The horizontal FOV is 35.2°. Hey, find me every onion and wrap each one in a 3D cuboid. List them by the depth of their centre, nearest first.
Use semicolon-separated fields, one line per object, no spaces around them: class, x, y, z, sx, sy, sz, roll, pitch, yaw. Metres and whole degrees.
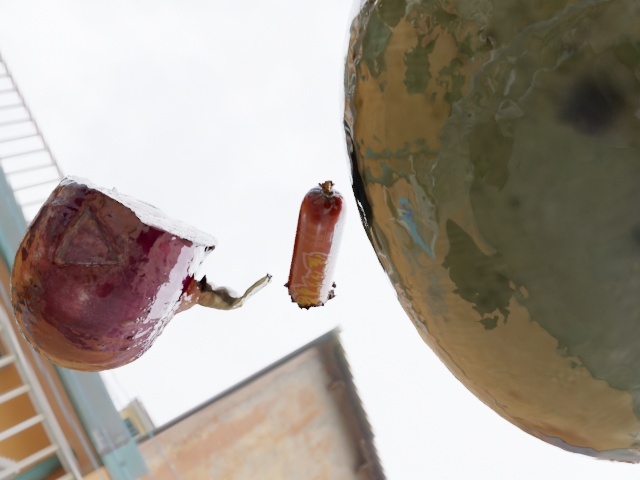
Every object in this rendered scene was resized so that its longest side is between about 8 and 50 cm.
onion;-0.266;0.052;1.237;0.272;0.256;0.230;34;-85;24

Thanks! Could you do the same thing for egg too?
egg;0.188;-0.065;0.654;0.345;0.345;0.428;-6;-87;37

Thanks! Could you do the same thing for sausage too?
sausage;0.000;0.000;0.864;0.050;0.048;0.145;17;-41;5
